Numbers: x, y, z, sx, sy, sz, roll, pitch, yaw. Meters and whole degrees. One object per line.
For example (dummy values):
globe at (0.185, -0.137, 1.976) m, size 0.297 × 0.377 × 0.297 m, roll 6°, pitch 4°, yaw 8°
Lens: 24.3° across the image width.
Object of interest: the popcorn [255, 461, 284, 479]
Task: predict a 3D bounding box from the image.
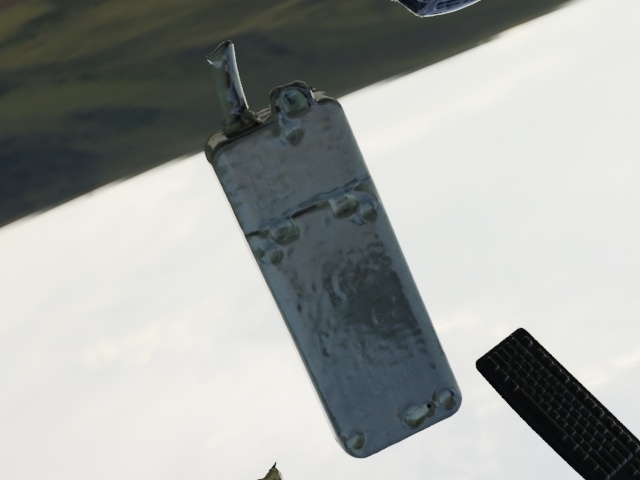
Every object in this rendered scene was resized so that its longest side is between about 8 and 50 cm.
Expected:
popcorn at (-0.047, 0.246, 1.388) m, size 0.084 × 0.084 × 0.084 m, roll -22°, pitch -165°, yaw 6°

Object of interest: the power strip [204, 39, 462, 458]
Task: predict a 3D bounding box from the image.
power strip at (0.000, 0.000, 0.964) m, size 0.093 × 0.288 × 0.053 m, roll -24°, pitch -165°, yaw -4°

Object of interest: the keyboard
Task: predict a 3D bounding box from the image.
keyboard at (0.241, 0.170, 1.553) m, size 0.103 × 0.381 × 0.041 m, roll -31°, pitch 153°, yaw -44°

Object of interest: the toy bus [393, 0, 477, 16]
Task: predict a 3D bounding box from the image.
toy bus at (0.013, -0.157, 0.631) m, size 0.047 × 0.065 × 0.166 m, roll -21°, pitch -130°, yaw -37°
